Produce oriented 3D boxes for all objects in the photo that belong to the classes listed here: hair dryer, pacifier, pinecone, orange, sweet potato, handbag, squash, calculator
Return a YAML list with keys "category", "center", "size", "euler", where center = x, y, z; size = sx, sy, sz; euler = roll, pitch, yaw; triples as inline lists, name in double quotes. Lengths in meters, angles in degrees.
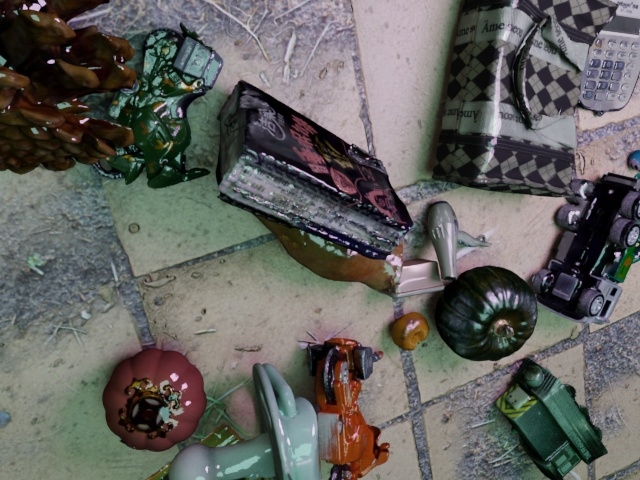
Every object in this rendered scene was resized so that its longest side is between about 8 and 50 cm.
- category: "hair dryer"
  center: [0.293, 0.028, 1.186]
  size: [0.199, 0.067, 0.167]
  euler: [33, 53, -31]
- category: "pacifier"
  center: [-0.136, 0.382, 1.025]
  size: [0.268, 0.288, 0.344]
  euler: [-8, 115, -14]
- category: "pinecone"
  center: [-0.414, -0.267, 0.733]
  size: [0.384, 0.384, 0.385]
  euler: [-6, 106, -20]
- category: "orange"
  center: [0.187, 0.189, 1.217]
  size: [0.086, 0.062, 0.086]
  euler: [-17, 122, -29]
- category: "sweet potato"
  center: [-0.001, -0.001, 1.059]
  size: [0.336, 0.131, 0.131]
  euler: [19, 97, -24]
- category: "handbag"
  center: [0.409, -0.298, 1.116]
  size: [0.316, 0.180, 0.417]
  euler: [4, 99, -27]
- category: "squash"
  center: [0.349, 0.156, 1.211]
  size: [0.218, 0.173, 0.218]
  euler: [-13, 140, -12]
- category: "calculator"
  center: [0.634, -0.404, 1.241]
  size: [0.177, 0.040, 0.268]
  euler: [0, 105, -21]

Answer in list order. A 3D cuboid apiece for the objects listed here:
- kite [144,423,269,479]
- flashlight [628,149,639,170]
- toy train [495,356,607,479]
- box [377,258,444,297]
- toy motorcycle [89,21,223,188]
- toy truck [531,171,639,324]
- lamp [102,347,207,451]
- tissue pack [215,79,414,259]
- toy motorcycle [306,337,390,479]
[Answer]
- category: "kite"
  center: [-0.215, 0.553, 1.188]
  size: [0.327, 0.013, 0.378]
  euler: [7, 101, -24]
- category: "flashlight"
  center: [0.785, -0.179, 1.357]
  size: [0.129, 0.051, 0.051]
  euler: [13, 99, -26]
- category: "toy train"
  center: [0.558, 0.445, 1.393]
  size: [0.178, 0.138, 0.330]
  euler: [-41, 114, -2]
- category: "box"
  center: [0.183, 0.075, 1.173]
  size: [0.122, 0.089, 0.062]
  euler: [-6, 97, -20]
- category: "toy motorcycle"
  center: [-0.238, -0.198, 0.916]
  size: [0.187, 0.125, 0.275]
  euler: [26, 94, -16]
- category: "toy truck"
  center: [0.635, 0.013, 1.288]
  size: [0.177, 0.176, 0.364]
  euler: [22, 95, -37]
- category: "lamp"
  center: [-0.293, 0.281, 1.021]
  size: [0.181, 0.140, 0.182]
  euler: [0, 93, -7]
- category: "tissue pack"
  center: [-0.019, -0.115, 0.962]
  size: [0.332, 0.245, 0.123]
  euler: [24, 121, -27]
- category: "toy motorcycle"
  center: [0.055, 0.351, 1.152]
  size: [0.147, 0.221, 0.326]
  euler: [-2, 91, 21]
